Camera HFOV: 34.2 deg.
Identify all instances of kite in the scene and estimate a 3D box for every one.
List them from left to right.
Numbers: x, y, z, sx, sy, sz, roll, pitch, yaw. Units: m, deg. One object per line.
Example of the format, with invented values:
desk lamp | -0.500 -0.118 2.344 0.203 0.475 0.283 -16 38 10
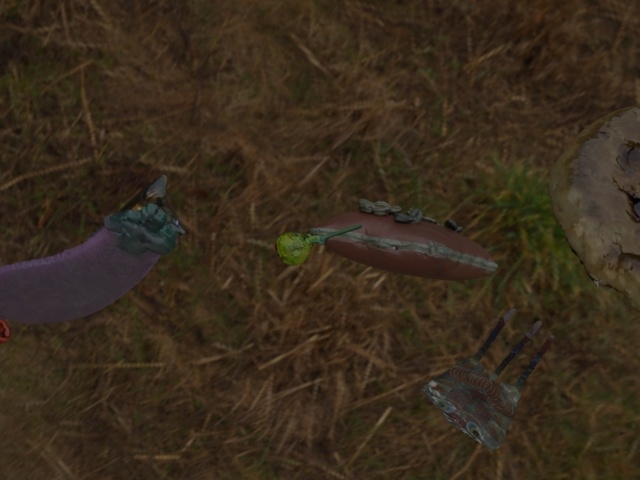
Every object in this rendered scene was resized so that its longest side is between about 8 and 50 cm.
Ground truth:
kite | 0.215 0.172 1.331 0.127 0.229 0.016 34 40 11

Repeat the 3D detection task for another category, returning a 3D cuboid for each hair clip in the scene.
hair clip | -0.296 0.034 1.285 0.110 0.359 0.095 -2 65 -58

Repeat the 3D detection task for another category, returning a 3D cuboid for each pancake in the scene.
pancake | 0.378 -0.031 0.936 0.356 0.065 0.356 -5 43 5

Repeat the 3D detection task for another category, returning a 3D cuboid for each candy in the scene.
candy | 0.000 0.000 1.091 0.035 0.123 0.035 15 67 -44

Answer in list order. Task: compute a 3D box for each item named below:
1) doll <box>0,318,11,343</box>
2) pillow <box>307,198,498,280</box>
doll | -0.434 0.120 1.073 0.336 0.105 0.199 -8 74 -67
pillow | 0.100 0.000 1.171 0.179 0.171 0.075 10 93 -61
